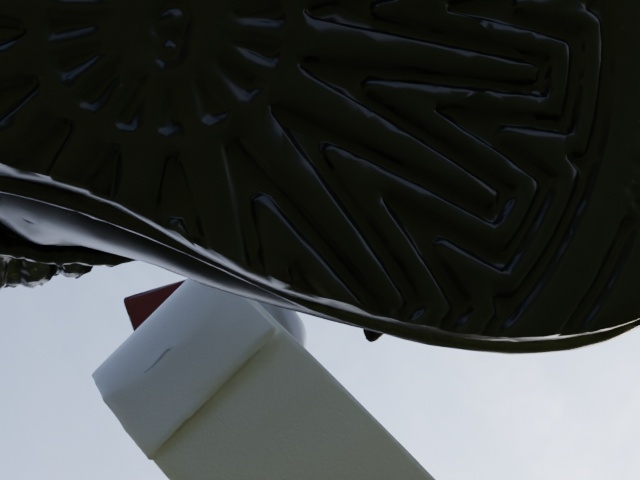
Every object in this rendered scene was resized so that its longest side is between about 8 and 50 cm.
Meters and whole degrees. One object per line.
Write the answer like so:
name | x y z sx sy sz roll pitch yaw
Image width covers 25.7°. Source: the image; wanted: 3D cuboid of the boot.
boot | -0.044 -0.034 0.522 0.347 0.131 0.260 16 -13 5

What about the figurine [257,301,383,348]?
figurine | 0.000 0.000 1.059 0.214 0.210 0.092 -26 -33 30

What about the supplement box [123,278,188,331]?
supplement box | -0.113 0.090 1.395 0.080 0.188 0.104 -18 -93 14

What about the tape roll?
tape roll | -0.003 0.143 0.830 0.100 0.286 0.286 -44 -56 -4
